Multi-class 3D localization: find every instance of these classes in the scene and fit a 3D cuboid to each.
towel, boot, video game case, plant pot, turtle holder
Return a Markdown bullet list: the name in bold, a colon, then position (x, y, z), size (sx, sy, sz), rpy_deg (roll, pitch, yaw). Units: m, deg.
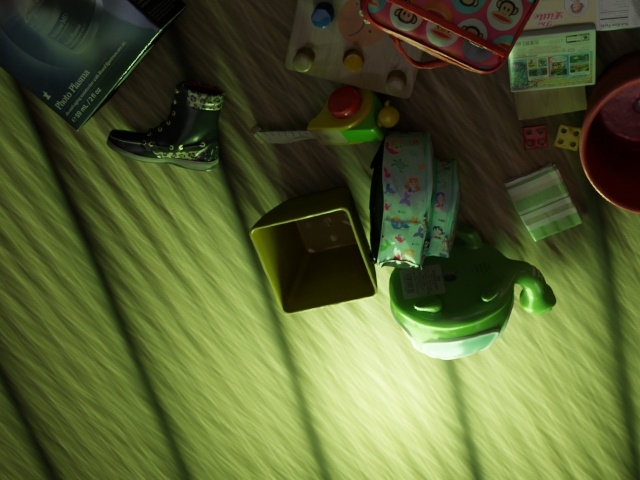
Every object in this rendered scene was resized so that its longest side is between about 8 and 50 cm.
- **towel**: position (0.460, -0.079, 2.054), size (0.113, 0.023, 0.152), rpy_deg (-22, 115, 23)
- **boot**: position (-0.315, -0.249, 2.060), size (0.236, 0.085, 0.179), rpy_deg (11, 118, -4)
- **video game case**: position (0.423, -0.332, 1.826), size (0.157, 0.019, 0.143), rpy_deg (-4, 145, 12)
- **plant pot**: position (0.000, 0.000, 2.082), size (0.212, 0.187, 0.212), rpy_deg (-13, 117, 17)
- **plant pot**: position (0.603, -0.217, 1.819), size (0.274, 0.243, 0.275), rpy_deg (4, 119, 7)
- **turtle holder**: position (0.303, 0.117, 2.094), size (0.320, 0.243, 0.227), rpy_deg (-29, 135, -18)

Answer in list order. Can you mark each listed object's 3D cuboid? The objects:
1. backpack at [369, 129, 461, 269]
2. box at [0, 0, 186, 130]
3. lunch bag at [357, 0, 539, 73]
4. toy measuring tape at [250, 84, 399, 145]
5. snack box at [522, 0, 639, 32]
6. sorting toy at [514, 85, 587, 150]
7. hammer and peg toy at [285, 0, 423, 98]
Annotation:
- **backpack**: position (0.182, -0.089, 1.977), size (0.191, 0.225, 0.254), rpy_deg (-2, 122, 8)
- **box**: position (-0.478, -0.429, 1.933), size (0.294, 0.183, 0.296), rpy_deg (41, 118, -11)
- **lunch bag**: position (0.213, -0.421, 1.719), size (0.293, 0.120, 0.258), rpy_deg (21, 112, -16)
- **toy measuring tape**: position (0.014, -0.254, 2.002), size (0.330, 0.121, 0.121), rpy_deg (1, 121, 33)
- **snack box**: position (0.438, -0.465, 1.791), size (0.321, 0.060, 0.187), rpy_deg (-2, 102, 12)
- **sorting toy**: position (0.437, -0.301, 1.912), size (0.132, 0.046, 0.275), rpy_deg (-8, 112, 15)
- **hammer and peg toy**: position (0.083, -0.462, 1.844), size (0.265, 0.127, 0.361), rpy_deg (14, 117, 3)
